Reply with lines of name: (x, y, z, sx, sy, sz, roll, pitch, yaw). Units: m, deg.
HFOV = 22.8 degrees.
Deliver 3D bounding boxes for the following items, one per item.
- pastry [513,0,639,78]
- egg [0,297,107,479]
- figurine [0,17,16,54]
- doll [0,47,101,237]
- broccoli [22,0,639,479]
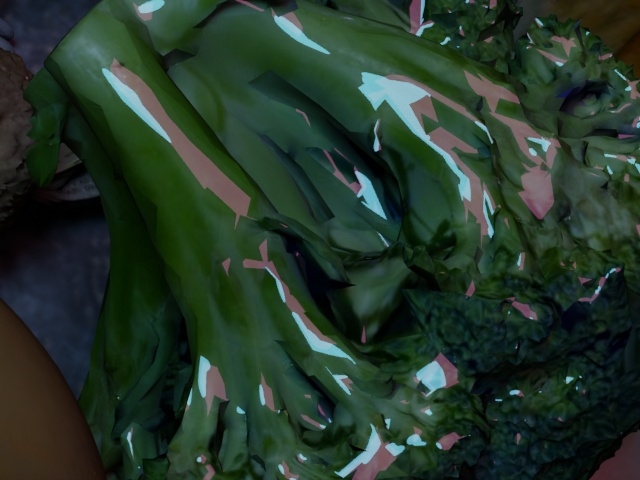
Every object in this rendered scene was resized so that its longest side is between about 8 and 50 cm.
pastry: (0.241, -0.054, 0.695, 0.330, 0.136, 0.329, 0, 31, 0)
egg: (-0.172, 0.088, 0.513, 0.244, 0.201, 0.201, 15, 52, 37)
figurine: (-0.207, -0.176, 0.693, 0.265, 0.140, 0.193, -11, 49, -35)
doll: (-0.174, -0.039, 0.637, 0.221, 0.115, 0.105, 20, 77, -36)
broccoli: (0.000, 0.000, 0.575, 0.245, 0.265, 0.294, 53, 25, -19)
